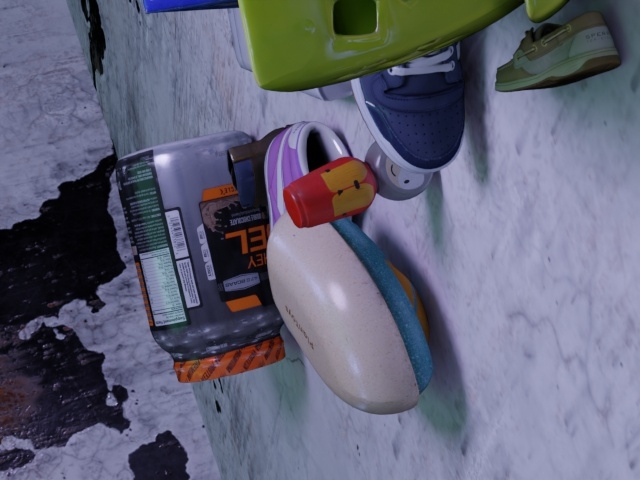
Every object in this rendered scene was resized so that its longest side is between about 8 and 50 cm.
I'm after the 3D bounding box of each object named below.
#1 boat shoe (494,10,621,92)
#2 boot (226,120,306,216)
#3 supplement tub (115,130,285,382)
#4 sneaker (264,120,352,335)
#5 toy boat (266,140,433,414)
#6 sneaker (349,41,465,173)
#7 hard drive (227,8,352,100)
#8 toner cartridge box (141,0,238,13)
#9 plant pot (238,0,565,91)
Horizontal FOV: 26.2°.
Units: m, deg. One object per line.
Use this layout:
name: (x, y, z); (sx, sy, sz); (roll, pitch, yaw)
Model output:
boat shoe: (0.168, -0.135, 0.989); (0.135, 0.050, 0.045); (-8, 92, 64)
boot: (-0.076, -0.078, 1.777); (0.219, 0.106, 0.082); (106, 148, -60)
supplement tub: (-0.165, 0.023, 1.988); (0.207, 0.207, 0.338); (174, 82, -74)
sneaker: (-0.001, 0.000, 1.598); (0.161, 0.102, 0.282); (165, 92, -72)
toy boat: (0.045, 0.027, 1.406); (0.267, 0.148, 0.318); (56, 160, 36)
sneaker: (0.083, -0.194, 1.137); (0.153, 0.099, 0.282); (-168, 69, -75)
hard drive: (-0.053, -0.302, 1.624); (0.353, 0.047, 0.233); (-146, 45, -67)
toner cartridge box: (-0.059, -0.258, 1.029); (0.348, 0.075, 0.165); (-41, -56, -75)
plant pot: (0.061, -0.227, 0.898); (0.228, 0.207, 0.227); (-40, -60, -76)
